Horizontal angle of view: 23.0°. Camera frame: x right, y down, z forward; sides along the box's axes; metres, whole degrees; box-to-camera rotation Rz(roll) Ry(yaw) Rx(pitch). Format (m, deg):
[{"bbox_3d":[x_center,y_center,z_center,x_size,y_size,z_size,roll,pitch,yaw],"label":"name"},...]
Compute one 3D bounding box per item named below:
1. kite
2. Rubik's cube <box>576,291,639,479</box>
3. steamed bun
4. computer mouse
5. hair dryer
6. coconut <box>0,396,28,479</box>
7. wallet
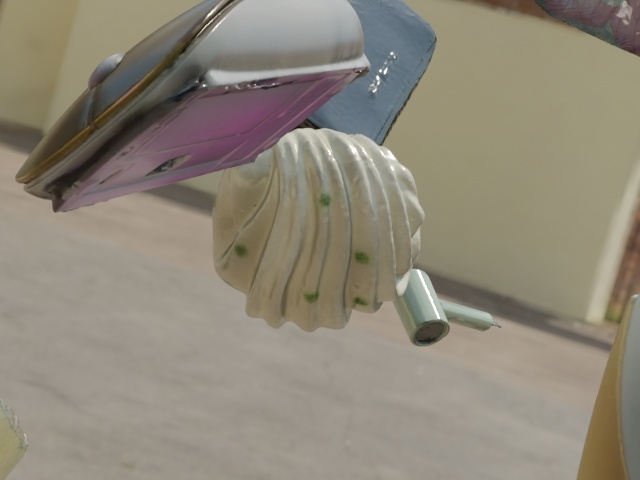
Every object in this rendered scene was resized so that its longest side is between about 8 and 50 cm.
[{"bbox_3d":[0.428,-0.254,1.813,0.360,0.204,0.022,39,0,-2],"label":"kite"},{"bbox_3d":[0.520,0.250,1.711,0.351,0.347,0.352,11,11,-28],"label":"Rubik's cube"},{"bbox_3d":[0.000,0.000,1.229,0.183,0.183,0.106,15,41,-21],"label":"steamed bun"},{"bbox_3d":[-0.070,-0.090,0.939,0.072,0.158,0.310,55,22,4],"label":"computer mouse"},{"bbox_3d":[0.117,0.069,1.390,0.124,0.038,0.063,17,38,-39],"label":"hair dryer"},{"bbox_3d":[-0.345,0.185,1.357,0.147,0.152,0.147,36,-21,16],"label":"coconut"},{"bbox_3d":[0.021,-0.167,1.439,0.149,0.044,0.250,38,42,-5],"label":"wallet"}]
